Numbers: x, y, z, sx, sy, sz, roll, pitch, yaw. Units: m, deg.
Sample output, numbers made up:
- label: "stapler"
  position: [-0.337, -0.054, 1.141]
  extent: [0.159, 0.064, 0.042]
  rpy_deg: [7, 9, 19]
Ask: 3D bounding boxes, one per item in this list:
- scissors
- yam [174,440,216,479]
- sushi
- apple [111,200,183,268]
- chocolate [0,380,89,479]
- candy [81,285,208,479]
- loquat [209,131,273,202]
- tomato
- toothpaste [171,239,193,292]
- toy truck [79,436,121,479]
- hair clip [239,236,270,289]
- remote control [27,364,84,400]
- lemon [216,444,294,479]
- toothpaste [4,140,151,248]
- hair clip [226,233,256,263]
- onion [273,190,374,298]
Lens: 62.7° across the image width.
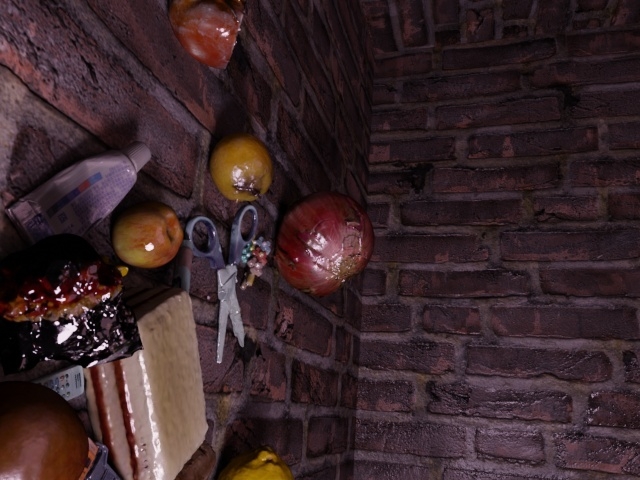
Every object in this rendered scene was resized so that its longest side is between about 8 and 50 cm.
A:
- label: "scissors"
  position: [-0.233, 0.110, 1.301]
  extent: [0.256, 0.029, 0.384]
  rpy_deg: [-18, 111, -58]
- label: "yam"
  position: [-0.299, 0.473, 0.954]
  extent: [0.280, 0.131, 0.131]
  rpy_deg: [-55, 141, -66]
- label: "sushi"
  position: [-0.351, 0.074, 0.724]
  extent: [0.172, 0.153, 0.150]
  rpy_deg: [-9, 118, -34]
- label: "apple"
  position: [-0.313, -0.008, 0.960]
  extent: [0.126, 0.102, 0.126]
  rpy_deg: [-1, 90, -72]
- label: "chocolate"
  position: [-0.369, 0.262, 0.649]
  extent: [0.177, 0.176, 0.177]
  rpy_deg: [-1, 90, -73]
- label: "candy"
  position: [-0.304, 0.254, 0.926]
  extent: [0.179, 0.135, 0.321]
  rpy_deg: [-35, 123, -72]
- label: "loquat"
  position: [-0.194, -0.188, 1.296]
  extent: [0.172, 0.149, 0.204]
  rpy_deg: [60, 19, -56]
- label: "tomato"
  position: [-0.242, -0.487, 1.120]
  extent: [0.181, 0.155, 0.214]
  rpy_deg: [127, -30, -55]
- label: "toothpaste"
  position: [-0.282, 0.076, 1.066]
  extent: [0.036, 0.056, 0.205]
  rpy_deg: [40, 25, -34]
- label: "toy truck"
  position: [-0.366, 0.369, 0.799]
  extent: [0.092, 0.083, 0.192]
  rpy_deg: [-72, 156, -47]
- label: "hair clip"
  position: [-0.179, 0.053, 1.493]
  extent: [0.062, 0.056, 0.214]
  rpy_deg: [42, 39, -22]
- label: "remote control"
  position: [-0.404, 0.225, 0.789]
  extent: [0.124, 0.017, 0.053]
  rpy_deg: [-8, 96, -73]
- label: "lemon"
  position: [-0.161, 0.628, 1.272]
  extent: [0.204, 0.204, 0.260]
  rpy_deg: [36, 67, -70]
- label: "toothpaste"
  position: [-0.373, -0.080, 0.856]
  extent: [0.099, 0.068, 0.282]
  rpy_deg: [50, 42, -17]
- label: "hair clip"
  position: [-0.203, 0.025, 1.431]
  extent: [0.173, 0.049, 0.049]
  rpy_deg: [-64, 149, -63]
- label: "onion"
  position: [0.008, 0.012, 1.691]
  extent: [0.353, 0.353, 0.354]
  rpy_deg: [-1, 90, -73]
